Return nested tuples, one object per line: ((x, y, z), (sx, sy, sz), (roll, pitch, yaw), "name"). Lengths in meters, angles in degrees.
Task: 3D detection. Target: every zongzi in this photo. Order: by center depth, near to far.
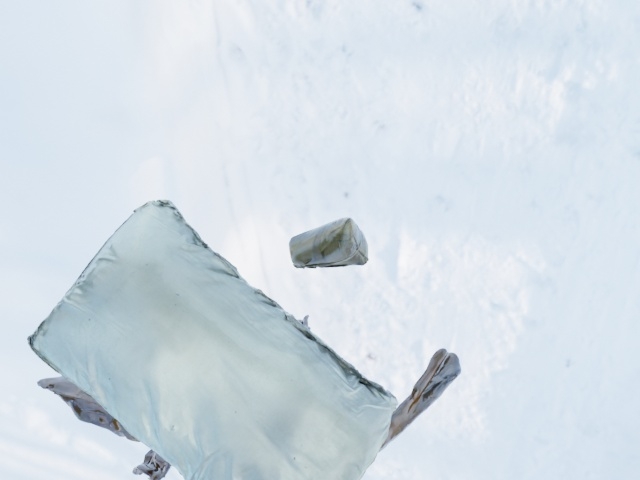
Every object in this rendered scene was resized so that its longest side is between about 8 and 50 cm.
((0.000, 0.000, 0.708), (0.076, 0.040, 0.083), (-5, 162, 14), "zongzi")

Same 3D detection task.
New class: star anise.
((-0.054, 0.119, 0.675), (0.347, 0.237, 0.148), (-1, -174, 4), "star anise")

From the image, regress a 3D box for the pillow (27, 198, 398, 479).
((-0.063, 0.087, 0.504), (0.229, 0.128, 0.051), (42, 164, -4), "pillow")
